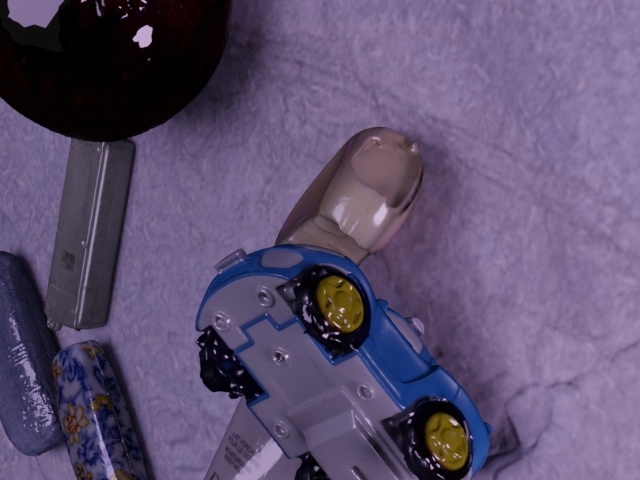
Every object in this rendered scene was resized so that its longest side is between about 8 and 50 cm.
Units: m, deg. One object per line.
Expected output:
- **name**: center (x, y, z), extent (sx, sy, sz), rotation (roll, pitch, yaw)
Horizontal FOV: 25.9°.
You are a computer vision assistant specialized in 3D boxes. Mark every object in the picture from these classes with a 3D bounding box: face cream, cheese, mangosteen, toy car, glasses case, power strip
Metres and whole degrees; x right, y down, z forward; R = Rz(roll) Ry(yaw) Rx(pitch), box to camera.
- **face cream**: center (-0.053, 0.222, 1.503), extent (0.143, 0.089, 0.314), rotation (37, 104, 36)
- **cheese**: center (0.000, 0.000, 1.403), extent (0.082, 0.163, 0.286), rotation (35, 133, -8)
- **mangosteen**: center (-0.254, -0.256, 1.547), extent (0.347, 0.307, 0.306), rotation (154, 109, -73)
- **toy car**: center (0.025, 0.123, 1.322), extent (0.198, 0.166, 0.314), rotation (-32, 99, 43)
- **glasses case**: center (-0.399, 0.146, 1.822), extent (0.109, 0.067, 0.282), rotation (-37, 65, 32)
- **power strip**: center (-0.288, -0.016, 1.725), extent (0.078, 0.052, 0.272), rotation (20, 104, 41)
- **glasses case**: center (-0.269, 0.244, 1.704), extent (0.087, 0.065, 0.248), rotation (-32, 71, 37)
